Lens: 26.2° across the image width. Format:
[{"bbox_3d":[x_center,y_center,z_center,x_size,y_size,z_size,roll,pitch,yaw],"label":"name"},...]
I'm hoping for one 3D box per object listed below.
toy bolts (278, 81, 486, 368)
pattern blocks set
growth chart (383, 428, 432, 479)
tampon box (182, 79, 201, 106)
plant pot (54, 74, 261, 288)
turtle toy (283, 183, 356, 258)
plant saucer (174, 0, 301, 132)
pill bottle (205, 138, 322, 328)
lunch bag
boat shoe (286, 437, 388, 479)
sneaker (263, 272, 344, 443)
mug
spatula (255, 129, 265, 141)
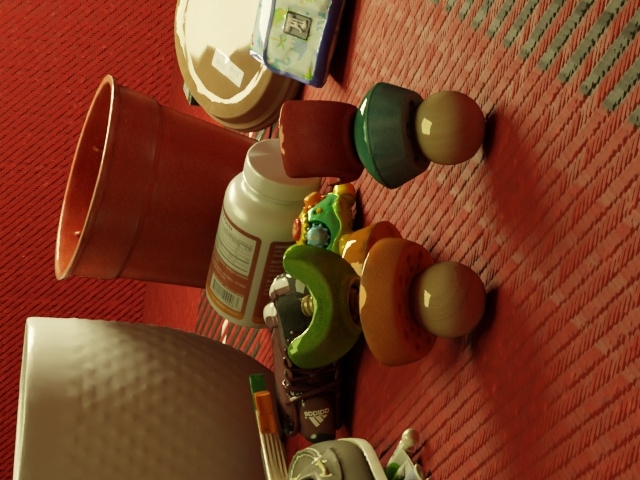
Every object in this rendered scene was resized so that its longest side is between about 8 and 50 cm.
[{"bbox_3d":[0.076,-0.017,1.139,0.218,0.158,0.228,-5,-90,-63],"label":"toy bolts"},{"bbox_3d":[-0.040,0.290,1.506,0.325,0.026,0.285,-106,8,-52],"label":"pattern blocks set"},{"bbox_3d":[0.077,0.280,1.163,0.172,0.021,0.237,110,160,-45],"label":"growth chart"},{"bbox_3d":[-0.131,-0.283,2.039,0.101,0.120,0.161,-116,34,-65],"label":"tampon box"},{"bbox_3d":[-0.185,-0.051,1.809,0.272,0.265,0.272,-166,90,-73],"label":"plant pot"},{"bbox_3d":[0.000,0.000,1.491,0.130,0.066,0.095,110,160,-49],"label":"turtle toy"},{"bbox_3d":[-0.116,-0.285,1.876,0.278,0.041,0.278,10,104,47],"label":"plant saucer"},{"bbox_3d":[-0.062,-0.009,1.644,0.121,0.121,0.216,-101,21,-49],"label":"pill bottle"},{"bbox_3d":[-0.019,-0.260,1.632,0.151,0.096,0.129,43,125,56],"label":"lunch bag"},{"bbox_3d":[0.009,0.241,1.210,0.305,0.091,0.109,-152,68,-74],"label":"boat shoe"},{"bbox_3d":[0.003,0.123,1.403,0.281,0.106,0.162,112,153,-77],"label":"sneaker"},{"bbox_3d":[-0.221,0.286,1.762,0.276,0.328,0.374,112,158,-53],"label":"mug"},{"bbox_3d":[-0.087,-0.173,2.006,0.084,0.030,0.296,-114,31,-65],"label":"spatula"}]
